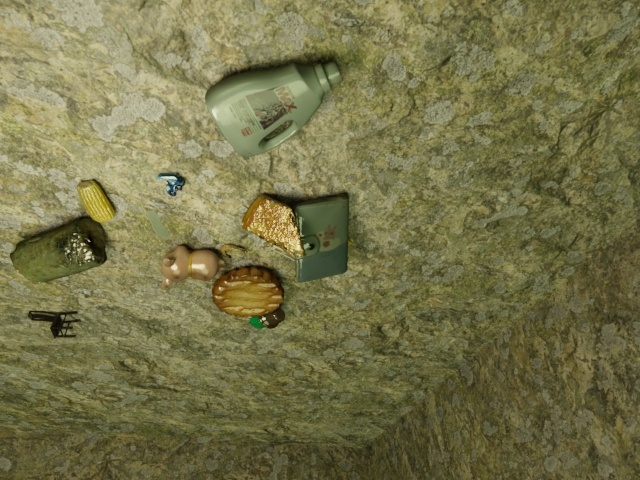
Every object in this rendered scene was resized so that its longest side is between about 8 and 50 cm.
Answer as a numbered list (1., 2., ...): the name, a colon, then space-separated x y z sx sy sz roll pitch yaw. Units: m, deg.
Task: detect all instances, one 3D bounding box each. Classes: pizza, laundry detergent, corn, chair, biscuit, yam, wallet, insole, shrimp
1. pizza: -0.157 -0.048 1.654 0.071 0.297 0.189 -10 130 -64
2. laundry detergent: -0.120 -0.425 1.361 0.398 0.124 0.264 -21 133 9
3. corn: -0.799 -0.138 1.573 0.085 0.063 0.165 -1 134 5
4. chair: -1.216 0.379 1.997 0.213 0.101 0.084 2 134 -13
5. biscuit: -0.325 0.228 1.993 0.326 0.107 0.325 -2 134 -2
6. yam: -0.950 0.042 1.643 0.300 0.195 0.195 -17 135 10
7. wallet: 0.000 0.000 1.749 0.252 0.083 0.360 -14 121 -20
8. insole: -0.633 -0.060 1.722 0.053 0.002 0.152 -9 135 0
9. shrimp: -0.365 0.049 1.863 0.115 0.023 0.083 10 136 -11

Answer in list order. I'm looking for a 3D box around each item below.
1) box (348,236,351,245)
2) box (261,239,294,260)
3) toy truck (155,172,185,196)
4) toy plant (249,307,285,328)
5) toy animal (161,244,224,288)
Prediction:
1. box: -0.006 -0.028 1.828 0.152 0.043 0.269 -35 131 19
2. box: -0.154 0.012 1.797 0.198 0.109 0.029 29 124 -32
3. toy truck: -0.532 -0.206 1.562 0.073 0.056 0.090 -38 115 21
4. toy plant: -0.262 0.384 2.167 0.201 0.105 0.143 -22 151 37
5. toy animal: -0.521 0.102 1.813 0.248 0.149 0.165 -4 121 -21
